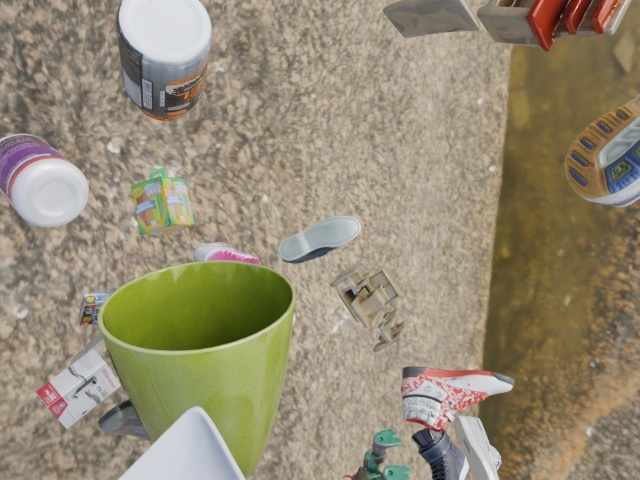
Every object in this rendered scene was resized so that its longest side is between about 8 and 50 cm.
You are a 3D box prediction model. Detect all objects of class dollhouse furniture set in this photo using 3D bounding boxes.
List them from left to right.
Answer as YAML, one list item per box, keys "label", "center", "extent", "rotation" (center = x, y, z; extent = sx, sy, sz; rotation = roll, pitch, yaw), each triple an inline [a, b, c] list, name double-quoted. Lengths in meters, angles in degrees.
- label: "dollhouse furniture set"
  center: [0.117, 0.177, 1.457]
  extent: [0.161, 0.242, 0.212]
  rotation: [-33, 91, 21]
- label: "dollhouse furniture set"
  center: [0.182, -0.303, 0.488]
  extent: [0.259, 0.135, 0.262]
  rotation: [34, 83, -40]

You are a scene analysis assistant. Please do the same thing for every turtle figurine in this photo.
- label: "turtle figurine"
  center: [0.128, 0.519, 1.132]
  extent: [0.118, 0.175, 0.234]
  rotation: [-15, 136, -25]

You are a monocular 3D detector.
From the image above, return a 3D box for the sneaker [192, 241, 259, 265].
- label: "sneaker"
  center: [-0.270, 0.058, 1.529]
  extent: [0.103, 0.111, 0.252]
  rotation: [-58, 150, -3]

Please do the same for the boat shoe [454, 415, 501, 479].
- label: "boat shoe"
  center: [0.331, 0.436, 1.070]
  extent: [0.063, 0.184, 0.066]
  rotation: [-1, 117, -9]

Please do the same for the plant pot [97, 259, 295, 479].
- label: "plant pot"
  center: [-0.169, 0.218, 0.806]
  extent: [0.274, 0.274, 0.294]
  rotation: [-11, 114, -23]

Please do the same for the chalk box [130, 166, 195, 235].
- label: "chalk box"
  center: [-0.524, -0.135, 1.743]
  extent: [0.132, 0.132, 0.213]
  rotation: [-17, 84, 21]

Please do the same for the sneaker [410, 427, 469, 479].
- label: "sneaker"
  center: [0.279, 0.554, 1.290]
  extent: [0.086, 0.226, 0.163]
  rotation: [-37, 92, 29]

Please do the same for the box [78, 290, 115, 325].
- label: "box"
  center: [-0.469, 0.147, 1.148]
  extent: [0.093, 0.137, 0.027]
  rotation: [-3, 66, -30]

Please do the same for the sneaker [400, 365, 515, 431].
- label: "sneaker"
  center: [0.329, 0.390, 1.277]
  extent: [0.090, 0.269, 0.145]
  rotation: [65, 29, -59]

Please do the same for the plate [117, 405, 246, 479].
- label: "plate"
  center: [-0.119, 0.321, 0.390]
  extent: [0.277, 0.278, 0.045]
  rotation: [-44, 143, -5]

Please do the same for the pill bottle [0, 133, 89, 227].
- label: "pill bottle"
  center: [-0.766, -0.173, 1.410]
  extent: [0.181, 0.322, 0.182]
  rotation: [-28, 134, -34]

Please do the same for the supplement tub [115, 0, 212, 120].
- label: "supplement tub"
  center: [-0.215, -0.247, 0.730]
  extent: [0.116, 0.190, 0.117]
  rotation: [4, 77, -16]

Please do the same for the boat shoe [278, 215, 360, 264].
- label: "boat shoe"
  center: [0.000, 0.000, 1.864]
  extent: [0.302, 0.091, 0.115]
  rotation: [-16, 70, 7]

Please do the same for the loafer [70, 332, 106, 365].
- label: "loafer"
  center: [-0.526, 0.257, 1.241]
  extent: [0.125, 0.045, 0.039]
  rotation: [-49, 129, -36]

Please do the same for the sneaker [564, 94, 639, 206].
- label: "sneaker"
  center: [0.432, -0.151, 0.613]
  extent: [0.130, 0.112, 0.296]
  rotation: [14, 136, -45]

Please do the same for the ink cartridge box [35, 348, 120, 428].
- label: "ink cartridge box"
  center: [-0.506, 0.312, 1.114]
  extent: [0.135, 0.056, 0.099]
  rotation: [-40, 144, -29]

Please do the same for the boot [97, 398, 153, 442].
- label: "boot"
  center: [-0.263, 0.362, 0.942]
  extent: [0.083, 0.161, 0.246]
  rotation: [-42, 148, 17]
